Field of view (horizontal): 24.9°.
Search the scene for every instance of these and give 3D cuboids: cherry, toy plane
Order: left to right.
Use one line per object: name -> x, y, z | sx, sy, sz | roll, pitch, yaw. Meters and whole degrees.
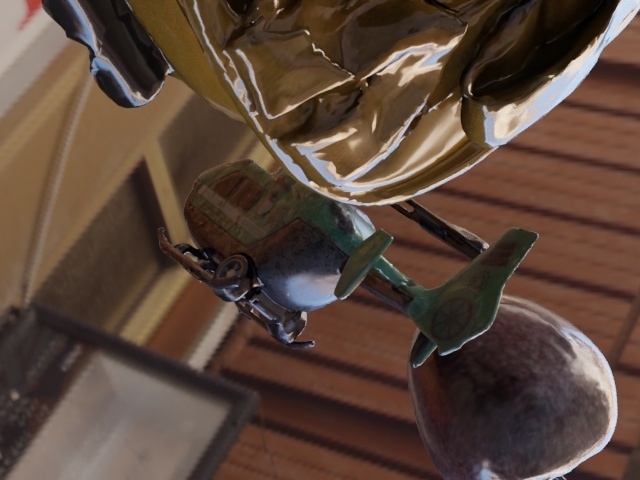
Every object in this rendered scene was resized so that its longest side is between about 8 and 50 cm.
toy plane -> 0.000, 0.000, 1.049 | 0.155, 0.106, 0.382 | -52, -145, -4
cherry -> 0.153, 0.120, 1.147 | 0.176, 0.140, 0.176 | 11, -115, -24

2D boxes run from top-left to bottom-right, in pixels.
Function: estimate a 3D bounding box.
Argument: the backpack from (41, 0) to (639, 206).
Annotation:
backpack -> 0.044, -0.208, 0.636 | 0.201, 0.353, 0.378 | 22, -117, 45
